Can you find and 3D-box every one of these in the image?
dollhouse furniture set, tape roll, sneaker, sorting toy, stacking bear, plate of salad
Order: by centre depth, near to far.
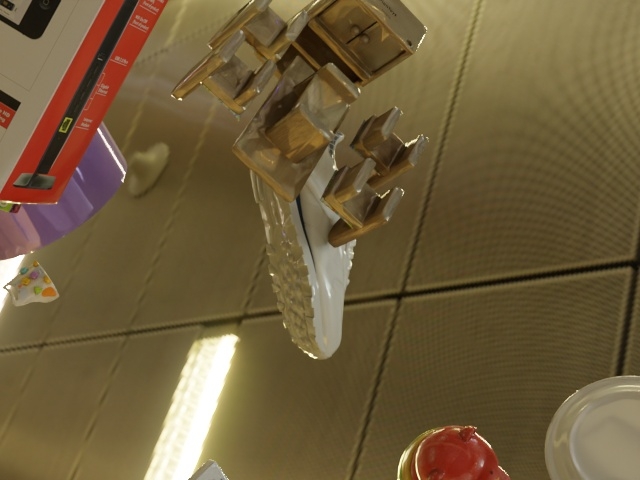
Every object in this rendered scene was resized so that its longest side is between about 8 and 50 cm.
[{"bbox_3d":[-0.019,-0.136,0.993,0.161,0.212,0.242,-27,-154,47],"label":"dollhouse furniture set"},{"bbox_3d":[0.000,0.000,1.009,0.090,0.095,0.235,-9,-91,60],"label":"sneaker"},{"bbox_3d":[-0.302,-0.068,1.040,0.189,0.080,0.189,-18,-149,12],"label":"tape roll"},{"bbox_3d":[0.363,0.248,1.171,0.200,0.048,0.199,-10,-132,12],"label":"plate of salad"},{"bbox_3d":[0.197,0.353,1.508,0.164,0.289,0.175,41,-105,17],"label":"stacking bear"},{"bbox_3d":[-0.518,0.080,1.784,0.075,0.044,0.083,-33,-117,-22],"label":"sorting toy"}]

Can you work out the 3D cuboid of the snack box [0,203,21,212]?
[{"bbox_3d":[-0.323,-0.099,0.918,0.037,0.141,0.100,-143,-102,-87],"label":"snack box"}]

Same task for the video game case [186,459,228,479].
[{"bbox_3d":[-0.154,0.413,1.313,0.173,0.190,0.022,-40,-160,-28],"label":"video game case"}]

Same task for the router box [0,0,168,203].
[{"bbox_3d":[-0.244,-0.233,0.631,0.301,0.336,0.082,-59,171,7],"label":"router box"}]
